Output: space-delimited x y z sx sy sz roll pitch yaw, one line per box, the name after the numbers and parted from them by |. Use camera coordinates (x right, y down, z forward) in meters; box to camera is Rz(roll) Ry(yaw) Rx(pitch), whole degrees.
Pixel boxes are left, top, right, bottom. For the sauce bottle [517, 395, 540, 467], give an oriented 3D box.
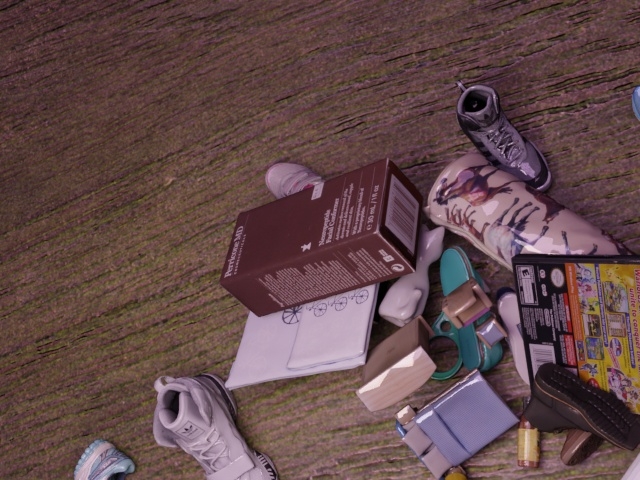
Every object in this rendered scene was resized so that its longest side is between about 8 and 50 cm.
0.384 0.352 1.528 0.042 0.042 0.128 0 77 22 | sauce bottle

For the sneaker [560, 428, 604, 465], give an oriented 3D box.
0.485 0.318 1.496 0.188 0.066 0.071 -50 45 -1 | sneaker

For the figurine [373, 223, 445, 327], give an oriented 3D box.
0.151 0.061 1.646 0.215 0.092 0.209 2 66 56 | figurine

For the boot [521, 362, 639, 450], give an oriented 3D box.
0.447 0.314 1.435 0.077 0.137 0.198 -29 55 -32 | boot

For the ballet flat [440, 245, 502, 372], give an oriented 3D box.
0.295 0.131 1.606 0.083 0.087 0.247 -25 72 49 | ballet flat

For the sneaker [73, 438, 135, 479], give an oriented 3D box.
-0.492 0.579 1.782 0.122 0.110 0.283 17 82 22 | sneaker

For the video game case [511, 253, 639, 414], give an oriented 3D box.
0.461 0.158 1.423 0.248 0.035 0.275 0 106 44 | video game case

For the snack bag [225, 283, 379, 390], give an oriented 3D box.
-0.030 0.131 1.660 0.342 0.037 0.323 -16 44 33 | snack bag

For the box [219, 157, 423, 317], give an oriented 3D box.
0.000 0.000 1.613 0.381 0.143 0.191 -20 42 33 | box

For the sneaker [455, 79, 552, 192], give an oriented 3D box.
0.349 -0.207 1.642 0.101 0.153 0.269 -39 64 7 | sneaker

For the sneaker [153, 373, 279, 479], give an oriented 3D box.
-0.217 0.423 1.657 0.137 0.210 0.366 -35 65 10 | sneaker

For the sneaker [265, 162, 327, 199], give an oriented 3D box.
-0.023 -0.104 1.786 0.252 0.111 0.103 29 87 27 | sneaker

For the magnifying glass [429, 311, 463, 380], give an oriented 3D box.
0.251 0.162 1.647 0.092 0.026 0.231 7 77 24 | magnifying glass

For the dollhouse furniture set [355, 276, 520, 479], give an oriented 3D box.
0.250 0.282 1.455 0.286 0.198 0.303 -37 95 12 | dollhouse furniture set

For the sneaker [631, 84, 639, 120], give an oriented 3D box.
0.644 -0.234 1.575 0.063 0.073 0.162 -26 67 14 | sneaker

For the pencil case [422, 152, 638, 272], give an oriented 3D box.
0.388 -0.002 1.562 0.410 0.160 0.183 38 68 26 | pencil case

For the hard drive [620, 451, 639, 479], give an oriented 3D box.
0.478 0.453 1.354 0.047 0.233 0.353 36 90 26 | hard drive

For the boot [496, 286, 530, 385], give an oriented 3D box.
0.384 0.179 1.570 0.069 0.086 0.190 -18 97 9 | boot
